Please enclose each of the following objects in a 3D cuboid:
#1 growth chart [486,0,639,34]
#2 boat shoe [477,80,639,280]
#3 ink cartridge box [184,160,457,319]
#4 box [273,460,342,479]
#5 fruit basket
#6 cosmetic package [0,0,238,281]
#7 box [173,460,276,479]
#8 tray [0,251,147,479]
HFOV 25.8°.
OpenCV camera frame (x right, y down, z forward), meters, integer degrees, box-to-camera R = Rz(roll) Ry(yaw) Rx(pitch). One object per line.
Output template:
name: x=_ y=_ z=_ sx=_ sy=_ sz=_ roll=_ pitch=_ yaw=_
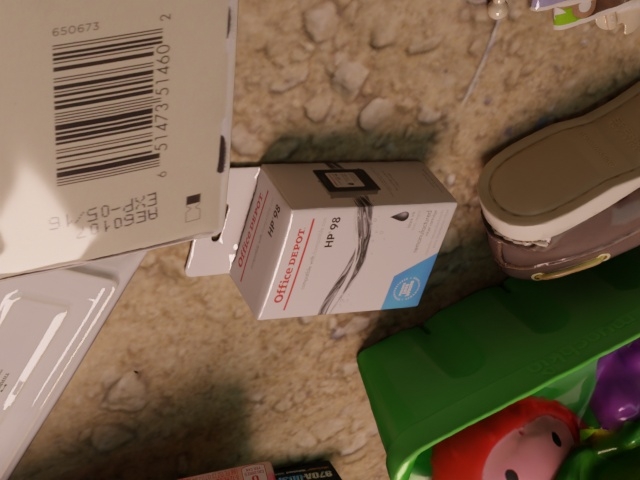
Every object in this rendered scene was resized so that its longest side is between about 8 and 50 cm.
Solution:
growth chart: x=0.224 y=-0.224 z=1.014 sx=0.237 sy=0.021 sz=0.172 roll=-10 pitch=132 yaw=-25
boat shoe: x=0.281 y=-0.064 z=1.125 sx=0.324 sy=0.116 sz=0.096 roll=-24 pitch=141 yaw=-6
ink cartridge box: x=0.000 y=0.000 z=1.039 sx=0.180 sy=0.060 sz=0.104 roll=-4 pitch=129 yaw=-30
box: x=-0.085 y=0.301 z=1.255 sx=0.175 sy=0.051 sz=0.220 roll=-2 pitch=128 yaw=-30
fruit basket: x=0.250 y=0.201 z=1.141 sx=0.392 sy=0.392 sz=0.283 roll=-26 pitch=131 yaw=-10
cosmetic package: x=-0.147 y=-0.141 z=0.644 sx=0.113 sy=0.309 sz=0.160 roll=-13 pitch=131 yaw=-23
box: x=-0.163 y=0.298 z=1.079 sx=0.300 sy=0.154 sz=0.142 roll=-10 pitch=128 yaw=-6
tray: x=-0.236 y=0.096 z=0.998 sx=0.145 sy=0.030 sz=0.270 roll=16 pitch=117 yaw=-39
